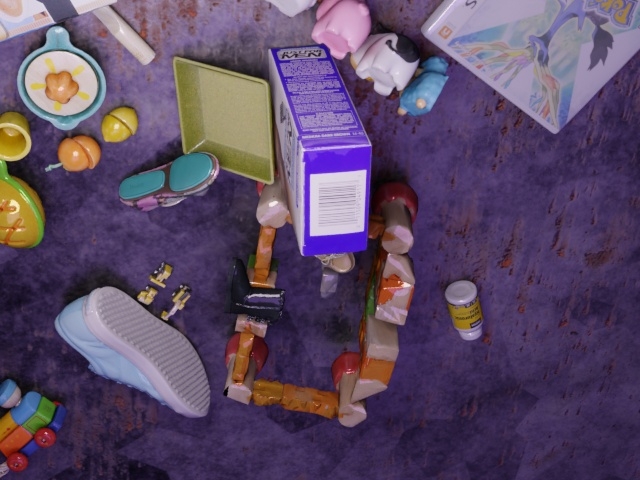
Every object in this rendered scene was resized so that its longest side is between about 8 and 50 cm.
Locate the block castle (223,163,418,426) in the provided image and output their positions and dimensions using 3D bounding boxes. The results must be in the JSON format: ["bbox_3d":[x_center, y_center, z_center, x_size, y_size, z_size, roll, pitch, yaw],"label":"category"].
[{"bbox_3d":[-0.002,0.092,1.752,0.303,0.213,0.453,11,116,-3],"label":"block castle"}]

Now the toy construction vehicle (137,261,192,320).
[{"bbox_3d":[-0.291,0.099,1.807,0.086,0.035,0.098,35,113,-28],"label":"toy construction vehicle"}]

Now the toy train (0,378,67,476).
[{"bbox_3d":[-0.635,0.387,1.918,0.248,0.105,0.143,-40,111,18],"label":"toy train"}]

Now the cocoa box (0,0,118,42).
[{"bbox_3d":[-0.413,-0.470,1.248,0.228,0.231,0.347,-15,125,14],"label":"cocoa box"}]

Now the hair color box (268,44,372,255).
[{"bbox_3d":[-0.009,-0.149,1.493,0.110,0.339,0.185,-4,125,-8],"label":"hair color box"}]

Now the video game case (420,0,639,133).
[{"bbox_3d":[0.382,-0.369,1.593,0.329,0.036,0.300,30,115,-27],"label":"video game case"}]

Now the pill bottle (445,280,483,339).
[{"bbox_3d":[0.289,0.141,1.918,0.065,0.065,0.116,-18,126,3],"label":"pill bottle"}]

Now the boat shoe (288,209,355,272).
[{"bbox_3d":[0.001,-0.001,1.558,0.056,0.048,0.153,-29,111,15],"label":"boat shoe"}]

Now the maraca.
[{"bbox_3d":[-0.531,-0.066,1.613,0.127,0.099,0.185,-12,115,32],"label":"maraca"}]

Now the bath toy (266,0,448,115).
[{"bbox_3d":[0.054,-0.340,1.505,0.348,0.151,0.129,37,74,-26],"label":"bath toy"}]

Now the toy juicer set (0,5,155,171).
[{"bbox_3d":[-0.373,-0.235,1.526,0.209,0.089,0.329,24,117,-23],"label":"toy juicer set"}]

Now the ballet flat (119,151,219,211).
[{"bbox_3d":[-0.242,-0.095,1.635,0.221,0.077,0.079,-15,152,31],"label":"ballet flat"}]

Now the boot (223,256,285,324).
[{"bbox_3d":[-0.108,0.085,1.609,0.099,0.045,0.121,9,124,1],"label":"boot"}]

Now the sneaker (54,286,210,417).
[{"bbox_3d":[-0.357,0.224,1.846,0.150,0.135,0.366,-18,127,28],"label":"sneaker"}]

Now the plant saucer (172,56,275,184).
[{"bbox_3d":[-0.146,-0.202,1.569,0.188,0.045,0.188,19,130,27],"label":"plant saucer"}]
